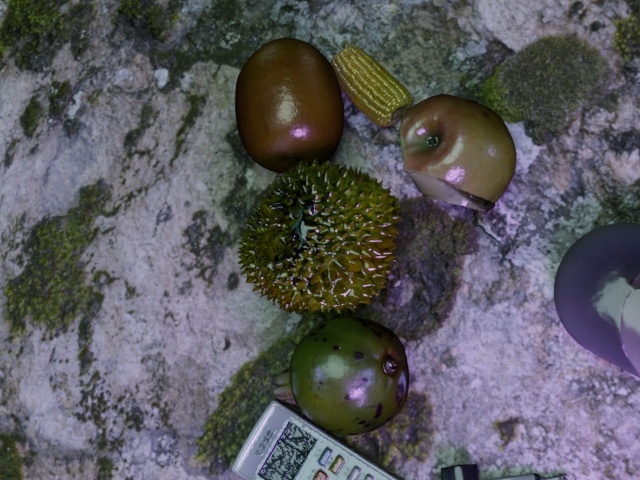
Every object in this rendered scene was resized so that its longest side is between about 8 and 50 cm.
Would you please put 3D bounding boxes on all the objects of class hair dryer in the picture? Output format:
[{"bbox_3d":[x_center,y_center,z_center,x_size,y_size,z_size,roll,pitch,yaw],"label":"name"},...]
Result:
[{"bbox_3d":[0.292,0.390,1.629,0.198,0.057,0.100,-10,76,6],"label":"hair dryer"}]

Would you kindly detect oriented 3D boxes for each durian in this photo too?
[{"bbox_3d":[0.000,0.001,1.704,0.291,0.224,0.291,-3,79,15],"label":"durian"}]

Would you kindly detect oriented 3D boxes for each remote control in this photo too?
[{"bbox_3d":[0.028,0.403,1.690,0.344,0.050,0.145,29,85,19],"label":"remote control"},{"bbox_3d":[0.523,0.105,1.609,0.332,0.103,0.221,28,82,20],"label":"remote control"}]

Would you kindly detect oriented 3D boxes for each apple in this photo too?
[{"bbox_3d":[0.226,-0.147,1.704,0.174,0.188,0.207,-28,68,11],"label":"apple"}]

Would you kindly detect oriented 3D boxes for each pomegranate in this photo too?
[{"bbox_3d":[0.028,0.221,1.677,0.248,0.202,0.202,-16,70,42],"label":"pomegranate"}]

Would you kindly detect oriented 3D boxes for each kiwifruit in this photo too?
[{"bbox_3d":[-0.055,-0.236,1.795,0.196,0.196,0.234,-17,66,10],"label":"kiwifruit"}]

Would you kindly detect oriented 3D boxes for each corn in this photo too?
[{"bbox_3d":[0.086,-0.274,1.835,0.165,0.063,0.085,50,116,20],"label":"corn"}]
